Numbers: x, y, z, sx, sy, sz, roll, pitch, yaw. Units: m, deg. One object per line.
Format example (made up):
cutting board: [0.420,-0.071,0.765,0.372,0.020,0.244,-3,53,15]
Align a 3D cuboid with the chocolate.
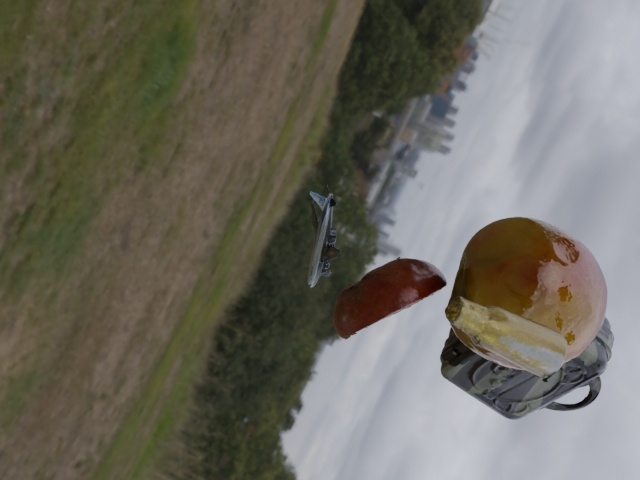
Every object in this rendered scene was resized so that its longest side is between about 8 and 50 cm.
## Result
chocolate: [0.279,0.138,1.423,0.085,0.219,0.085,-39,-144,36]

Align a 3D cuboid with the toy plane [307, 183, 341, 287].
toy plane: [0.003,-0.002,1.883,0.226,0.058,0.226,-116,-156,-56]

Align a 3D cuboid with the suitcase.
suitcase: [0.486,0.255,2.122,0.351,0.339,0.194,-44,-162,43]

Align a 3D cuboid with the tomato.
tomato: [0.123,0.103,1.810,0.237,0.095,0.237,-28,173,-4]

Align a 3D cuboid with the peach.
peach: [0.403,0.099,1.758,0.289,0.308,0.289,-174,-90,-81]
